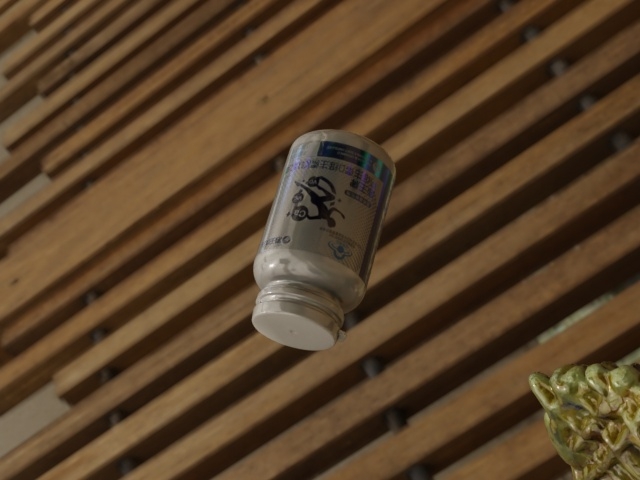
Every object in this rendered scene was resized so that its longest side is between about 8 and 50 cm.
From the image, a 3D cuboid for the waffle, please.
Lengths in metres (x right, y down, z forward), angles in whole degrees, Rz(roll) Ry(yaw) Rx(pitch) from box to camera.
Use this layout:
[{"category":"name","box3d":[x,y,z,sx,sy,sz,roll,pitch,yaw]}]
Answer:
[{"category":"waffle","box3d":[0.279,0.193,0.999,0.223,0.054,0.204,9,128,53]}]

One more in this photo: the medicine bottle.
[{"category":"medicine bottle","box3d":[0.000,0.000,1.095,0.107,0.107,0.191,43,-127,-43]}]
